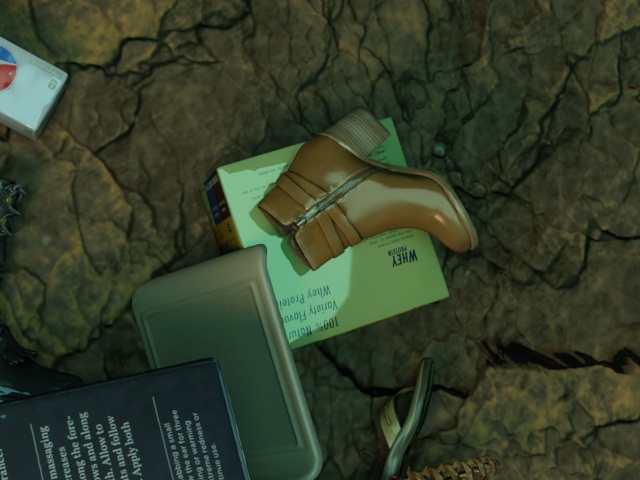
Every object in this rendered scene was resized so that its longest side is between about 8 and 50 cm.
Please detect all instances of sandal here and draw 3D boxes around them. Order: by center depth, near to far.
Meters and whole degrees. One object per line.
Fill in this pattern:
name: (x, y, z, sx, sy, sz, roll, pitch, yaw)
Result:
sandal: (0.083, 0.210, 1.361, 0.049, 0.072, 0.180, 21, 84, 12)

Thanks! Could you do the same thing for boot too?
boot: (0.047, -0.021, 1.229, 0.197, 0.073, 0.152, 43, 74, 7)
boot: (-0.345, 0.048, 1.262, 0.263, 0.091, 0.229, 15, 82, -9)

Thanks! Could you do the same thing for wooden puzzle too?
wooden puzzle: (-0.096, 0.138, 1.260, 0.044, 0.221, 0.238, -9, 84, -45)

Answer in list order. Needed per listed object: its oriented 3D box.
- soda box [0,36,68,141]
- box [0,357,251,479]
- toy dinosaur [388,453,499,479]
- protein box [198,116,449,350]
soda box: (-0.378, -0.190, 1.290, 0.216, 0.069, 0.074, 28, 79, -8)
box: (-0.285, 0.272, 1.106, 0.396, 0.293, 0.212, -10, 76, -22)
toy dinosaur: (0.051, 0.343, 1.279, 0.322, 0.164, 0.218, -42, 84, 24)
protein box: (0.000, 0.000, 1.321, 0.200, 0.136, 0.201, -18, 88, -15)
